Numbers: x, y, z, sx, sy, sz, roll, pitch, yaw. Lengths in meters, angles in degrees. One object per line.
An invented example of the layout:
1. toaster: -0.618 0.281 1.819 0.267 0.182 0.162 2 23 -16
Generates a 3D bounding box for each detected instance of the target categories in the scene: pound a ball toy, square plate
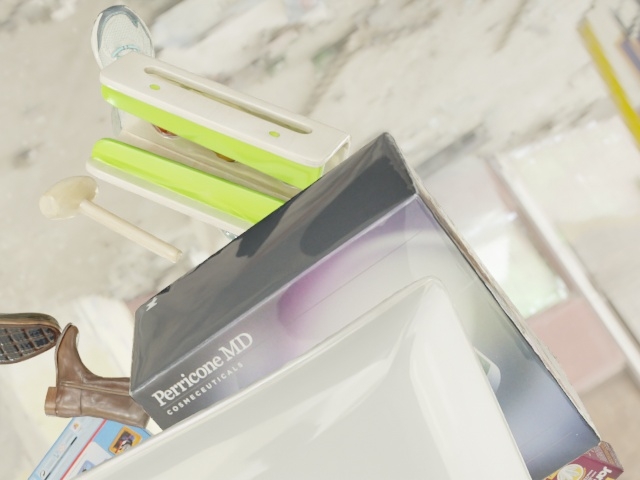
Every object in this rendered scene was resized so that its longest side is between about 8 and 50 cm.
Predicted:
1. pound a ball toy: -0.142 -0.081 1.558 0.136 0.319 0.208 -48 156 -57
2. square plate: 0.025 0.232 0.745 0.049 0.347 0.344 -21 -177 43

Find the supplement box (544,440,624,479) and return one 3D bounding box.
1. supplement box: 0.254 0.225 1.384 0.083 0.043 0.055 22 116 -27

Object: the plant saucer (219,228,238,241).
1. plant saucer: 0.000 0.000 1.770 0.318 0.043 0.317 13 168 3

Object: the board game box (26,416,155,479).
1. board game box: -0.230 0.283 1.527 0.160 0.211 0.039 -54 140 -7

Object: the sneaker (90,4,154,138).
1. sneaker: -0.321 -0.277 2.418 0.110 0.122 0.283 -20 120 -17

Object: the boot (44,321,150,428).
1. boot: -0.215 0.137 1.396 0.114 0.106 0.037 3 157 9

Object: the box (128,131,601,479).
1. box: 0.033 0.120 1.218 0.296 0.294 0.183 -36 -160 8

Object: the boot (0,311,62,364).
1. boot: -0.396 0.084 1.591 0.219 0.106 0.082 -6 136 13
